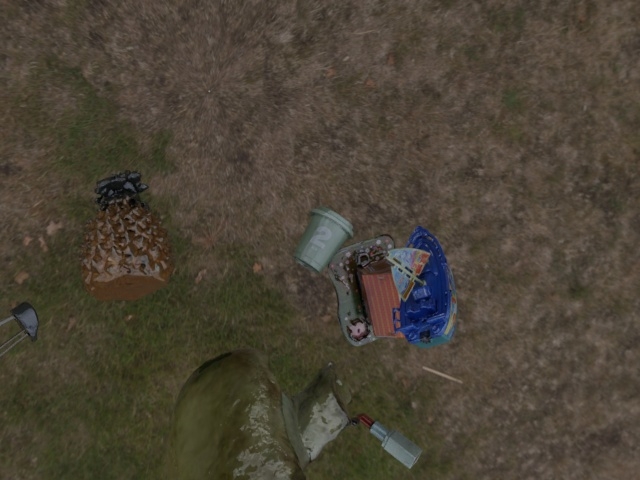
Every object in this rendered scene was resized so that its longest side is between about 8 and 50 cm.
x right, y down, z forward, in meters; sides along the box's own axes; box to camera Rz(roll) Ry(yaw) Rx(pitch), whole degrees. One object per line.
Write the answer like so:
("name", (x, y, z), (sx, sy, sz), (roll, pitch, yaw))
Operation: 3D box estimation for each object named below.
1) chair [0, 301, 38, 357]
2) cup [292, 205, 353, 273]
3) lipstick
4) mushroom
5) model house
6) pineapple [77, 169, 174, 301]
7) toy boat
("chair", (-0.735, 0.240, 1.305), (0.222, 0.104, 0.095), (-41, 151, -28))
("cup", (0.000, 0.000, 1.366), (0.120, 0.120, 0.141), (37, 81, -17))
("lipstick", (0.115, 0.345, 1.020), (0.129, 0.030, 0.030), (32, 121, 26))
("mushroom", (-0.111, 0.272, 0.756), (0.292, 0.217, 0.211), (-32, 95, 21))
("model house", (0.155, 0.157, 1.538), (0.207, 0.154, 0.293), (-18, 109, -14))
("pineapple", (-0.475, -0.042, 1.403), (0.223, 0.223, 0.357), (-7, 66, -9))
("toy boat", (0.125, 0.044, 0.760), (0.091, 0.174, 0.110), (-25, 133, 36))
